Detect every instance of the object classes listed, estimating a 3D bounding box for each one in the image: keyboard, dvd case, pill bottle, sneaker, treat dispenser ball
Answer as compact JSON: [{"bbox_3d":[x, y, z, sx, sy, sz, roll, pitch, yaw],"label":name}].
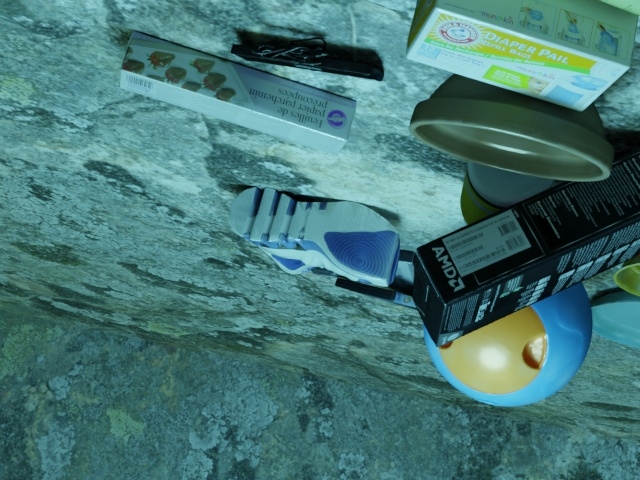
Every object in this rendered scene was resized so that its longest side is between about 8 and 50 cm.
[{"bbox_3d":[-0.015,-0.238,1.254,0.192,0.038,0.100,10,-175,9],"label":"keyboard"},{"bbox_3d":[0.083,0.048,2.014,0.239,0.029,0.179,8,161,15],"label":"dvd case"},{"bbox_3d":[0.260,-0.068,1.396,0.119,0.119,0.208,11,161,7],"label":"pill bottle"},{"bbox_3d":[0.178,0.128,2.085,0.253,0.022,0.180,18,176,-40],"label":"dvd case"},{"bbox_3d":[-0.001,0.000,1.813,0.316,0.127,0.182,17,167,13],"label":"sneaker"},{"bbox_3d":[0.320,0.140,1.697,0.288,0.288,0.288,12,162,4],"label":"treat dispenser ball"}]

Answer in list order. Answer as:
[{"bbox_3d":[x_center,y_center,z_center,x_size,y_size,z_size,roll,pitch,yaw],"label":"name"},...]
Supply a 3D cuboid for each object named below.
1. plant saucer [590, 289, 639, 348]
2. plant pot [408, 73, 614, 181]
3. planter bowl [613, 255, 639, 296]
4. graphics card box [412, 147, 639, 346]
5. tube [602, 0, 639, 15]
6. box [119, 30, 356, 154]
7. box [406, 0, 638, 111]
[{"bbox_3d":[0.665,0.155,1.888,0.318,0.043,0.317,12,162,4],"label":"plant saucer"},{"bbox_3d":[0.230,-0.151,1.146,0.237,0.109,0.237,15,178,1],"label":"plant pot"},{"bbox_3d":[0.563,0.027,1.501,0.217,0.090,0.217,10,163,3],"label":"planter bowl"},{"bbox_3d":[0.307,0.010,1.333,0.371,0.094,0.233,-25,161,-4],"label":"graphics card box"},{"bbox_3d":[0.220,-0.269,0.916,0.240,0.062,0.070,16,169,-11],"label":"tube"},{"bbox_3d":[-0.114,-0.201,1.362,0.324,0.063,0.067,16,163,-7],"label":"box"},{"bbox_3d":[0.204,-0.224,0.999,0.203,0.103,0.114,15,162,-5],"label":"box"}]
